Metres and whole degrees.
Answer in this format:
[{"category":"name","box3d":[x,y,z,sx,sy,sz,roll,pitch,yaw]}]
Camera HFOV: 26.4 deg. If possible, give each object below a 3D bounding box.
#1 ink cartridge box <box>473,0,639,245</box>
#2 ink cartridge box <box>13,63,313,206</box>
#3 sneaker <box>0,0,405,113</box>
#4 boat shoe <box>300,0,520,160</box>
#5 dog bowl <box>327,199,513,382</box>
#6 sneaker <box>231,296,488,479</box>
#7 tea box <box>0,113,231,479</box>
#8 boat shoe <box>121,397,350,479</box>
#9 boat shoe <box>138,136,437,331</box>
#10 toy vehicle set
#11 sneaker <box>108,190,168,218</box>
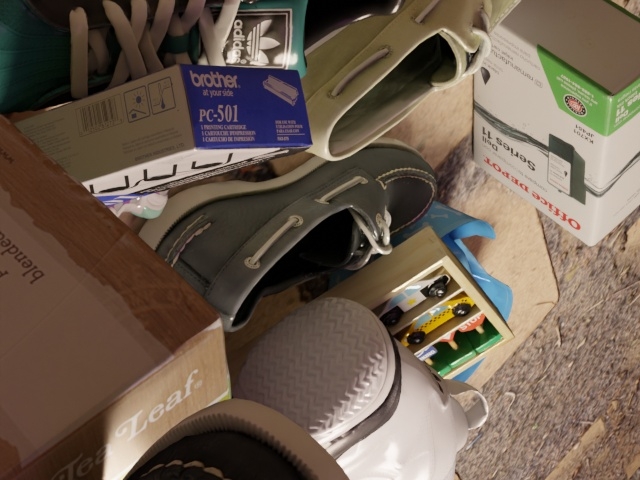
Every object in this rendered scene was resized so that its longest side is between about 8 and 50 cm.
[{"category":"ink cartridge box","box3d":[0.212,-0.115,1.179,0.087,0.153,0.208,-39,149,-20]},{"category":"ink cartridge box","box3d":[-0.115,-0.048,0.742,0.097,0.207,0.046,-6,85,-54]},{"category":"sneaker","box3d":[-0.074,-0.133,0.760,0.302,0.121,0.108,-30,145,-35]},{"category":"boat shoe","box3d":[0.074,-0.147,0.994,0.302,0.094,0.109,-37,149,-25]},{"category":"dog bowl","box3d":[0.094,0.061,1.298,0.166,0.074,0.297,-47,152,-9]},{"category":"sneaker","box3d":[-0.030,0.210,1.101,0.366,0.137,0.210,-45,136,18]},{"category":"tea box","box3d":[-0.216,0.090,0.592,0.220,0.329,0.324,-36,149,-26]},{"category":"boat shoe","box3d":[-0.076,0.183,0.437,0.091,0.114,0.303,-20,138,-52]},{"category":"boat shoe","box3d":[0.000,0.000,1.054,0.319,0.099,0.116,-16,136,-48]},{"category":"toy vehicle set","box3d":[0.020,0.107,1.155,0.267,0.035,0.166,-34,142,10]},{"category":"sneaker","box3d":[-0.126,-0.048,0.881,0.098,0.038,0.069,-13,134,-63]}]
